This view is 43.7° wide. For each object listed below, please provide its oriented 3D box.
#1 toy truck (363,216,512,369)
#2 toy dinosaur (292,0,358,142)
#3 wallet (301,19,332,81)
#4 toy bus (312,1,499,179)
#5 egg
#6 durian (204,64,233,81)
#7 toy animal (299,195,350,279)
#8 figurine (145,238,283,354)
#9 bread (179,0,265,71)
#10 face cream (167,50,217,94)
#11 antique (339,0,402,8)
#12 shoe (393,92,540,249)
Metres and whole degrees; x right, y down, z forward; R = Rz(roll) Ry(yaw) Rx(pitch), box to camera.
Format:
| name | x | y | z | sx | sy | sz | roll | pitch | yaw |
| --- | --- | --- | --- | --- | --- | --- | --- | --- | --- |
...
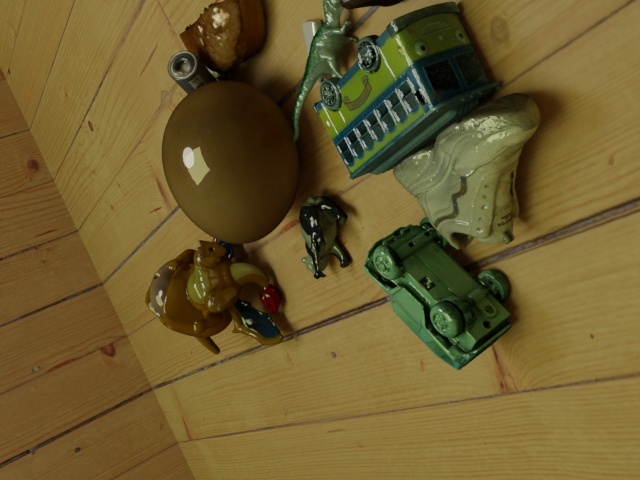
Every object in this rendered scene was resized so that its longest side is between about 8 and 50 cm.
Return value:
| name | x | y | z | sx | sy | sz | roll | pitch | yaw |
| --- | --- | --- | --- | --- | --- | --- | --- | --- | --- |
| toy truck | 0.213 | 0.093 | 1.465 | 0.279 | 0.155 | 0.156 | 45 | 147 | 22 |
| toy dinosaur | 0.016 | -0.311 | 1.551 | 0.129 | 0.076 | 0.383 | 44 | 131 | 29 |
| wallet | -0.009 | -0.382 | 1.611 | 0.061 | 0.025 | 0.122 | 21 | 129 | 58 |
| toy bus | 0.135 | -0.248 | 1.362 | 0.190 | 0.152 | 0.312 | 63 | 150 | 6 |
| egg | -0.195 | -0.168 | 1.773 | 0.301 | 0.301 | 0.374 | 19 | 128 | 51 |
| durian | -0.261 | -0.410 | 1.925 | 0.140 | 0.071 | 0.110 | -2 | 148 | 42 |
| toy animal | 0.000 | 0.000 | 1.797 | 0.121 | 0.094 | 0.225 | 51 | 157 | 40 |
| figurine | -0.296 | 0.164 | 2.199 | 0.401 | 0.268 | 0.387 | 57 | 146 | 5 |
| bread | -0.209 | -0.449 | 1.772 | 0.260 | 0.129 | 0.134 | -1 | 111 | 59 |
| face cream | -0.265 | -0.346 | 1.859 | 0.073 | 0.073 | 0.283 | 53 | -178 | 21 |
| antique | 0.110 | -0.464 | 1.283 | 0.257 | 0.121 | 0.143 | -10 | 95 | 58 |
| shoe | 0.269 | -0.096 | 1.296 | 0.210 | 0.132 | 0.342 | 59 | 153 | 3 |
